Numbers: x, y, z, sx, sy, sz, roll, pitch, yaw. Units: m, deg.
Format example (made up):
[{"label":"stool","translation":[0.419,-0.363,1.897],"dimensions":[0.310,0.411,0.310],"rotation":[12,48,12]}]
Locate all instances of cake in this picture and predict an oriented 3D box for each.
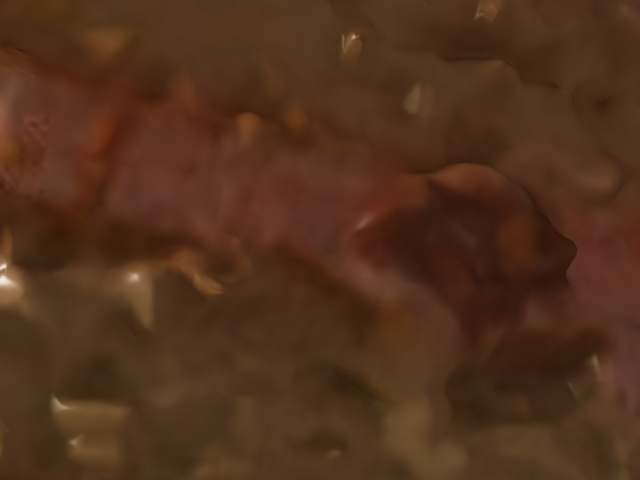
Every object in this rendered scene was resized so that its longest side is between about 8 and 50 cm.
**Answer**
[{"label":"cake","translation":[-0.008,-0.047,0.442],"dimensions":[0.293,0.314,0.307],"rotation":[176,105,-73]}]
